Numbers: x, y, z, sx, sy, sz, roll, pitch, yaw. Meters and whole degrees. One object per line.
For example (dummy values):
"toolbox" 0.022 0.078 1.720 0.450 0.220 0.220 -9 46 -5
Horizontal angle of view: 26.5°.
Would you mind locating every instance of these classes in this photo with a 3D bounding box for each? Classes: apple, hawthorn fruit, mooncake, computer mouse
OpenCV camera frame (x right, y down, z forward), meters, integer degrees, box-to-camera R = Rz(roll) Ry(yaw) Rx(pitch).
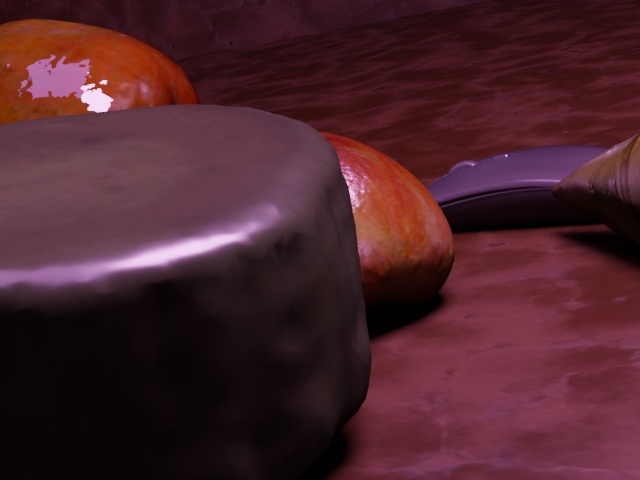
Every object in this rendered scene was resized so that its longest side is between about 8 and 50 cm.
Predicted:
"apple" 0.000 0.000 1.051 0.195 0.160 0.173 -23 39 -17
"hawthorn fruit" -0.216 -0.066 1.237 0.300 0.268 0.268 -1 18 24
"mooncake" -0.145 0.045 0.833 0.356 0.194 0.356 -3 20 1
"computer mouse" 0.198 -0.054 1.239 0.232 0.057 0.120 -3 17 28

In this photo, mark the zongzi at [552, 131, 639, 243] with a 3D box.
"zongzi" 0.339 -0.079 1.058 0.250 0.125 0.274 -30 15 -13
